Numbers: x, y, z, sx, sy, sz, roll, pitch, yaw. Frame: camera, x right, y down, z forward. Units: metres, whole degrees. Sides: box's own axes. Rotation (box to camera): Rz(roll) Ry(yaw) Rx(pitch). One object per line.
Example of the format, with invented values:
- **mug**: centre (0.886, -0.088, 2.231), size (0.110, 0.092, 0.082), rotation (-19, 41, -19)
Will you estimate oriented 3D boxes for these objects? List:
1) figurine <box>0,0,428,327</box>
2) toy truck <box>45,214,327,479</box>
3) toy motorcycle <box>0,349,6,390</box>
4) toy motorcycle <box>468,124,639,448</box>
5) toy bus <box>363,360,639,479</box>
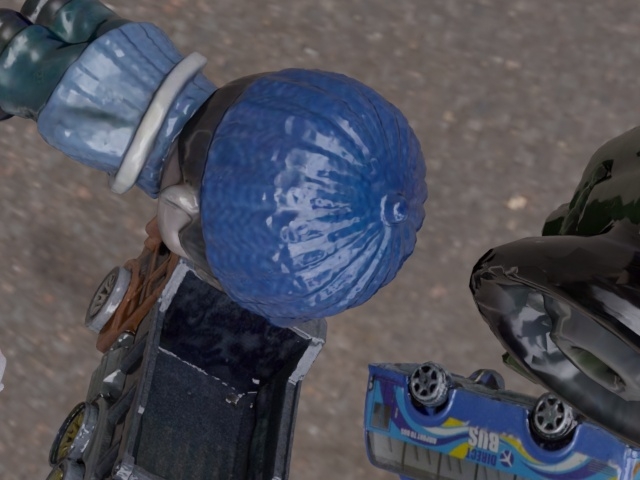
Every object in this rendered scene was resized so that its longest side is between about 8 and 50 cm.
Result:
- **figurine**: centre (-0.035, -0.030, 0.601), size (0.086, 0.149, 0.087), rotation (-31, 148, -49)
- **toy truck**: centre (-0.056, 0.069, 0.852), size (0.083, 0.192, 0.092), rotation (30, 127, -18)
- **toy motorcycle**: centre (-0.272, 0.046, 1.345), size (0.110, 0.260, 0.171), rotation (15, 140, -34)
- **toy motorcycle**: centre (0.171, 0.048, 0.453), size (0.275, 0.205, 0.127), rotation (32, 78, -9)
- **toy bus**: centre (0.085, 0.091, 0.883), size (0.051, 0.153, 0.061), rotation (8, 93, -48)
